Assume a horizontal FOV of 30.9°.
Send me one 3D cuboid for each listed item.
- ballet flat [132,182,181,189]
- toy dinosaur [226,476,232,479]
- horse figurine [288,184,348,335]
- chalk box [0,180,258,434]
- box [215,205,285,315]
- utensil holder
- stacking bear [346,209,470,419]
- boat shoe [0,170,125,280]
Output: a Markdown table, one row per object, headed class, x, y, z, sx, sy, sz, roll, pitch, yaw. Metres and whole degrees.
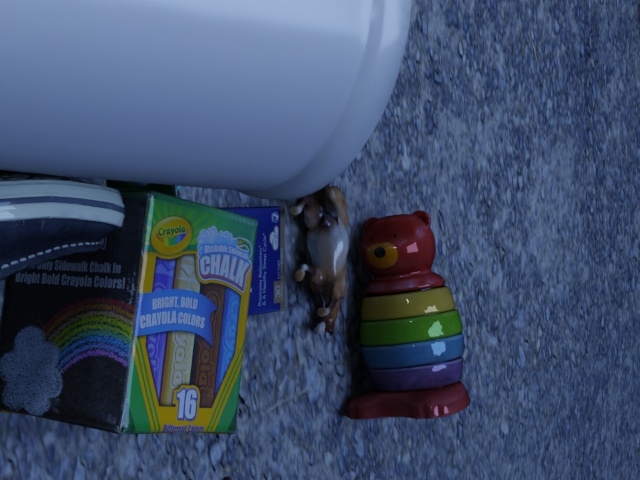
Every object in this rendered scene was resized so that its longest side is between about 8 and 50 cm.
| class | x | y | z | sx | sy | sz | roll | pitch | yaw |
| --- | --- | --- | --- | --- | --- | --- | --- | --- | --- |
| ballet flat | -0.143 | -0.137 | 1.321 | 0.087 | 0.083 | 0.247 | 58 | 40 | -17 |
| toy dinosaur | -0.137 | 0.388 | 1.321 | 0.200 | 0.127 | 0.296 | 46 | 48 | -40 |
| horse figurine | 0.000 | 0.000 | 1.544 | 0.174 | 0.066 | 0.263 | 3 | 82 | -76 |
| chalk box | -0.188 | 0.041 | 1.161 | 0.179 | 0.180 | 0.289 | 17 | 79 | -57 |
| box | -0.117 | 0.027 | 1.407 | 0.225 | 0.036 | 0.137 | -4 | 95 | -56 |
| utensil holder | -0.173 | -0.203 | 0.951 | 0.385 | 0.327 | 0.328 | 1 | 90 | -37 |
| stacking bear | 0.125 | 0.104 | 1.692 | 0.164 | 0.175 | 0.289 | -7 | 90 | -55 |
| boat shoe | -0.362 | 0.032 | 0.891 | 0.500 | 0.186 | 0.156 | -16 | 107 | -50 |
